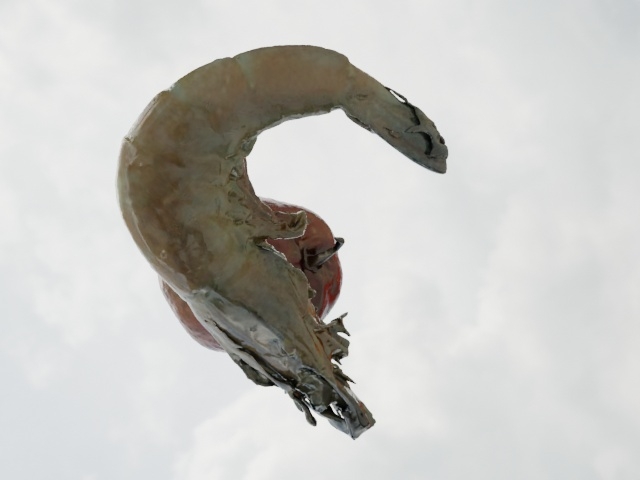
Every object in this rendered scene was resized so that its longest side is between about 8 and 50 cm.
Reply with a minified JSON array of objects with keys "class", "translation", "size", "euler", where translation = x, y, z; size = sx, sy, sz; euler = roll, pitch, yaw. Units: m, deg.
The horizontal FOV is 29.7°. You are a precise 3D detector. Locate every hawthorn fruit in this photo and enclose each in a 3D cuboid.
[{"class":"hawthorn fruit","translation":[-0.049,0.026,1.116],"size":[0.157,0.194,0.157],"euler":[17,-114,-45]}]

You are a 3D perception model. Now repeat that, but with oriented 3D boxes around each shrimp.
[{"class":"shrimp","translation":[0.000,0.000,0.594],"size":[0.219,0.152,0.046],"euler":[59,-179,-28]}]
